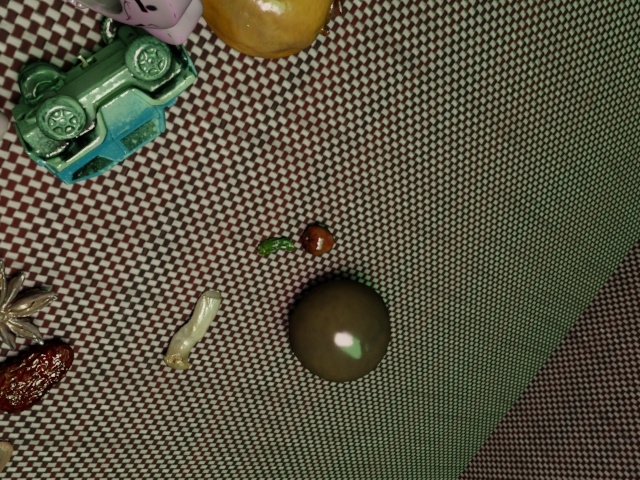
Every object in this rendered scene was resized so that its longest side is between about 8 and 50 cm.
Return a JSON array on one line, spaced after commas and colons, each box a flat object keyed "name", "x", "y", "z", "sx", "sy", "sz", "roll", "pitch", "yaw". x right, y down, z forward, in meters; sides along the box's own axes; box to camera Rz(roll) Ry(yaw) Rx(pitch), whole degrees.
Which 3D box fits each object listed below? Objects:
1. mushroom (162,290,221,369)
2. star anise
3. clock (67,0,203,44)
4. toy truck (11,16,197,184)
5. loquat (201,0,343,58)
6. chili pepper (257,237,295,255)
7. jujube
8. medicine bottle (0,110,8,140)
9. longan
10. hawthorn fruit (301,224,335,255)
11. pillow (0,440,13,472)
[{"name": "mushroom", "x": -0.281, "y": 0.200, "z": 1.218, "sx": 0.059, "sy": 0.054, "sz": 0.202, "roll": 29, "pitch": 94, "yaw": -47}, {"name": "star anise", "x": -0.569, "y": 0.117, "z": 0.965, "sx": 0.195, "sy": 0.065, "sz": 0.183, "roll": -10, "pitch": 119, "yaw": -23}, {"name": "clock", "x": -0.287, "y": -0.363, "z": 0.626, "sx": 0.322, "sy": 0.295, "sz": 0.114, "roll": 29, "pitch": 85, "yaw": -13}, {"name": "toy truck", "x": -0.330, "y": -0.222, "z": 0.844, "sx": 0.278, "sy": 0.155, "sz": 0.156, "roll": -37, "pitch": 141, "yaw": -8}, {"name": "loquat", "x": -0.084, "y": -0.405, "z": 0.860, "sx": 0.238, "sy": 0.193, "sz": 0.239, "roll": -3, "pitch": 100, "yaw": -19}, {"name": "chili pepper", "x": -0.102, "y": 0.013, "z": 1.231, "sx": 0.091, "sy": 0.034, "sz": 0.030, "roll": -10, "pitch": 157, "yaw": -29}, {"name": "jujube", "x": -0.552, "y": 0.258, "z": 1.045, "sx": 0.166, "sy": 0.104, "sz": 0.104, "roll": -44, "pitch": 133, "yaw": -8}, {"name": "medicine bottle", "x": -0.563, "y": -0.210, "z": 0.707, "sx": 0.133, "sy": 0.133, "sz": 0.274, "roll": -41, "pitch": 133, "yaw": -4}, {"name": "longan", "x": 0.048, "y": 0.215, "z": 1.324, "sx": 0.257, "sy": 0.258, "sz": 0.258, "roll": -17, "pitch": 127, "yaw": -24}, {"name": "hawthorn fruit", "x": -0.005, "y": -0.001, "z": 1.256, "sx": 0.077, "sy": 0.077, "sz": 0.077, "roll": -17, "pitch": 127, "yaw": -24}, {"name": "pillow", "x": -0.734, "y": 0.444, "z": 1.087, "sx": 0.211, "sy": 0.034, "sz": 0.135, "roll": 31, "pitch": 95, "yaw": -44}]
